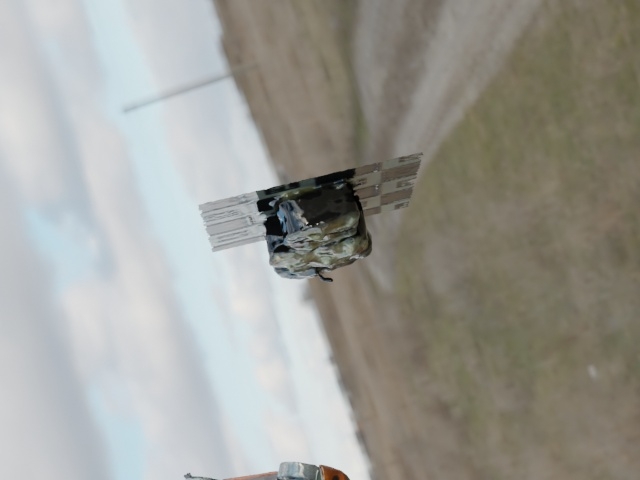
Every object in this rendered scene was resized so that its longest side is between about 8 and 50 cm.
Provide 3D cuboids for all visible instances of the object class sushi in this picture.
[{"bbox_3d":[0.000,0.000,2.136,0.373,0.296,0.100,96,160,-80],"label":"sushi"}]

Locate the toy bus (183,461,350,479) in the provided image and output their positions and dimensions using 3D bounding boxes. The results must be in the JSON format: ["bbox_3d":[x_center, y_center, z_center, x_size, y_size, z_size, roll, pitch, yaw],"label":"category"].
[{"bbox_3d":[-0.040,0.318,1.656,0.329,0.153,0.143,-24,53,59],"label":"toy bus"}]
